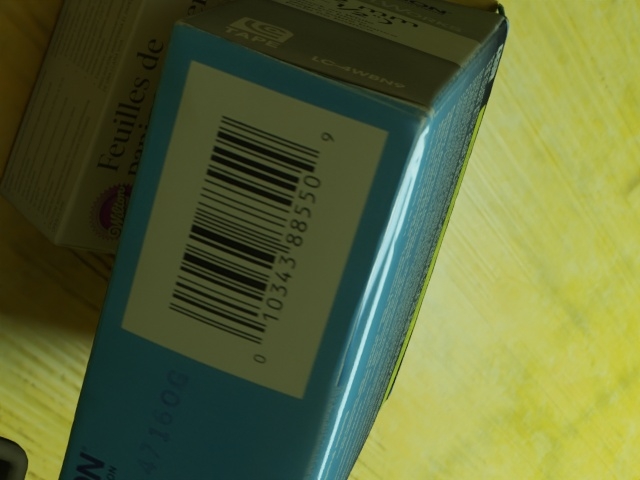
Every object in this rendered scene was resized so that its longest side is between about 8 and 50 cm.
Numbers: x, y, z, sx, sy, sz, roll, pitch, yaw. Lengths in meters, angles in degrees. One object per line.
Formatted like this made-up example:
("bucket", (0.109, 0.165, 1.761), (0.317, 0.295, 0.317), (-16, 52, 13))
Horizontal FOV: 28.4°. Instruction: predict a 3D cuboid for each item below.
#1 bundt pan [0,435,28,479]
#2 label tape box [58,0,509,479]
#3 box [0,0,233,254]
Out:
("bundt pan", (-0.289, 0.146, 0.516), (0.331, 0.124, 0.331), (-20, 127, -29))
("label tape box", (0.000, 0.000, 0.650), (0.348, 0.115, 0.249), (-54, 161, -69))
("box", (-0.057, -0.150, 0.576), (0.063, 0.067, 0.324), (10, 107, -44))
